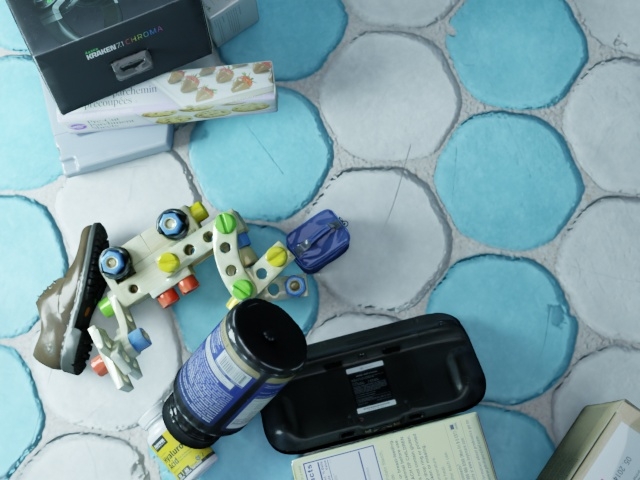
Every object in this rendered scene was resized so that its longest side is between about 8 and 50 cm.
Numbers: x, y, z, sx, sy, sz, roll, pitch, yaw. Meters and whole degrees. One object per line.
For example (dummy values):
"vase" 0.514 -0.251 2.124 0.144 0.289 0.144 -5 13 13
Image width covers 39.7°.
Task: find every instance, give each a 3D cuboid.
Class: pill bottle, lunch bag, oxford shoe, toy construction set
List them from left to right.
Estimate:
"oxford shoe" -0.374 0.077 1.312 0.096 0.083 0.227 12 77 9
"pill bottle" -0.206 0.289 1.272 0.065 0.065 0.116 -42 80 -7
"toy construction set" -0.199 0.070 1.284 0.328 0.151 0.215 -32 85 -13
"pill bottle" -0.124 0.189 1.209 0.123 0.123 0.219 48 122 10
"lunch bag" 0.000 0.000 1.328 0.098 0.065 0.067 -36 80 -6

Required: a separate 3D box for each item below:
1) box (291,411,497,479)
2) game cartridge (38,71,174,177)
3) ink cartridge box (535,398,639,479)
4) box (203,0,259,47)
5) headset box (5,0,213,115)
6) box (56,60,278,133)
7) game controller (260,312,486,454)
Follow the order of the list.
"box" 0.096 0.317 1.183 0.243 0.213 0.117 -14 78 -2
"game cartridge" -0.338 -0.261 1.397 0.198 0.062 0.297 -14 78 -6
"ink cartridge box" 0.351 0.333 1.186 0.088 0.193 0.234 36 82 8
"box" -0.160 -0.381 1.392 0.087 0.101 0.102 -35 80 -6
"headset box" -0.320 -0.349 1.289 0.246 0.131 0.283 -26 62 -12
"box" -0.225 -0.213 1.326 0.324 0.067 0.063 -6 78 -1
"game controller" 0.068 0.201 1.262 0.319 0.067 0.166 -15 53 -1
